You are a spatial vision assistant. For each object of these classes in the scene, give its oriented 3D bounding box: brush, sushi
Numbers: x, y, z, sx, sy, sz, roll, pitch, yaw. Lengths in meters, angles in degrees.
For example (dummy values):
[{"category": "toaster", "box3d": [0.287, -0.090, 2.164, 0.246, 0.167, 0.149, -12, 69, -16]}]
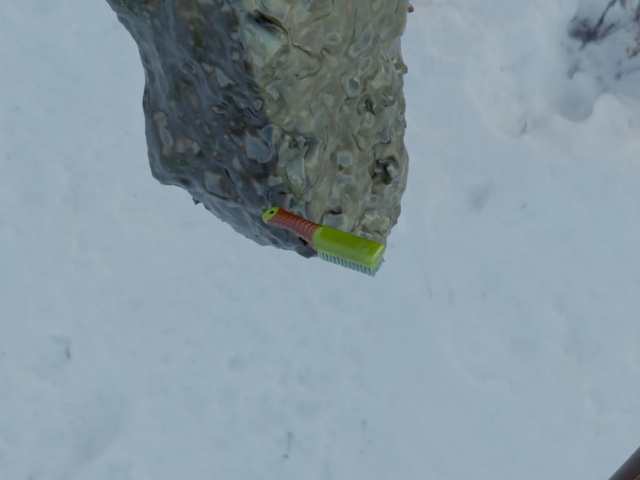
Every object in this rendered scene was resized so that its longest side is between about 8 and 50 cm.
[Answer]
[{"category": "brush", "box3d": [0.000, 0.000, 0.557, 0.083, 0.021, 0.018, 21, 54, 20]}, {"category": "sushi", "box3d": [-0.026, -0.137, 0.658, 0.171, 0.350, 0.211, 26, 52, 35]}]

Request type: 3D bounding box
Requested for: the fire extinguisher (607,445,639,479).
[{"category": "fire extinguisher", "box3d": [0.370, 0.278, 0.971, 0.105, 0.105, 0.269, 42, 116, 20]}]
